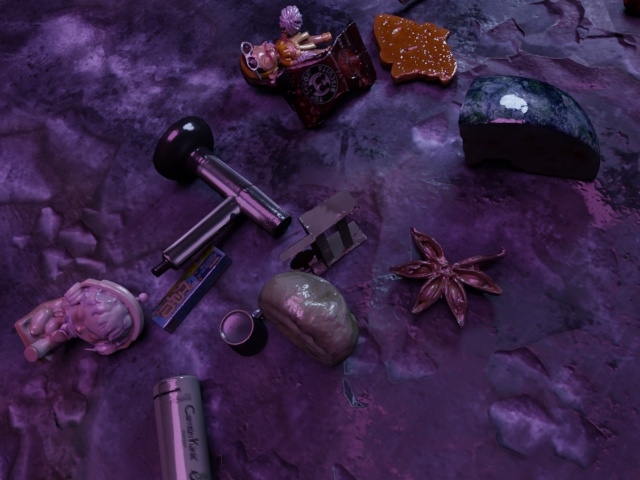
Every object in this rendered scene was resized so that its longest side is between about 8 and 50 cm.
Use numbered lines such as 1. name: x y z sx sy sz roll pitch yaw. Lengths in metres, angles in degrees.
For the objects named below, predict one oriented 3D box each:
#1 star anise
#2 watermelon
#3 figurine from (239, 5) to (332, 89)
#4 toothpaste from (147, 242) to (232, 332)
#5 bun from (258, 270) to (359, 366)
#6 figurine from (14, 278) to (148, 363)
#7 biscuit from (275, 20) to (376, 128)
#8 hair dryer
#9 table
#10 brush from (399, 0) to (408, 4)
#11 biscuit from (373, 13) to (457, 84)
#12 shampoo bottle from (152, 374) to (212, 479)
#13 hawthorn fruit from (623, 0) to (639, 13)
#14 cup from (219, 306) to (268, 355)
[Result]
1. star anise: 0.232 0.074 0.958 0.208 0.063 0.171 13 73 14
2. watermelon: 0.397 -0.214 1.000 0.318 0.226 0.148 19 67 -16
3. figurine: -0.078 -0.445 1.227 0.240 0.116 0.174 -23 81 -4
4. toothpaste: -0.275 0.092 1.063 0.070 0.044 0.193 33 76 23
5. bun: -0.013 0.130 0.913 0.195 0.195 0.118 36 71 24
6. figurine: -0.460 0.157 1.017 0.237 0.162 0.141 -12 22 5
7. biscuit: 0.022 -0.368 1.159 0.235 0.151 0.063 -37 27 -8
8. hair dryer: -0.260 -0.089 1.056 0.284 0.155 0.320 -28 64 -37
9. table: 0.000 0.000 0.989 0.175 0.146 0.062 -34 64 -5
10. brush: 0.320 -0.669 1.274 0.301 0.071 0.084 -35 52 -5
11. biscuit: 0.215 -0.451 1.210 0.183 0.043 0.280 -35 59 -9
12. shampoo bottle: -0.240 0.377 0.902 0.085 0.085 0.262 -18 64 4
13. hawthorn fruit: 0.712 -0.536 1.128 0.077 0.077 0.077 -5 65 10
14. cup: -0.141 0.166 0.982 0.078 0.077 0.100 32 75 23
